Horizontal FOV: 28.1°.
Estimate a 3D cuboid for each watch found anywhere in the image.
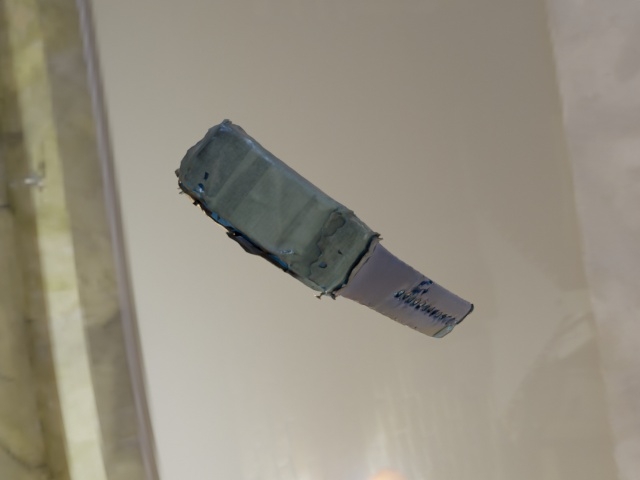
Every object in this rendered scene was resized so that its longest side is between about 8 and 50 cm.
[{"bbox_3d":[0.010,0.007,0.995,0.276,0.274,0.068,36,-89,-2],"label":"watch"}]
